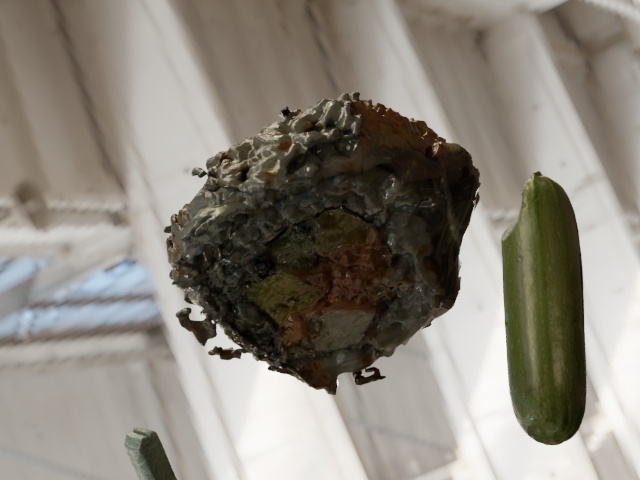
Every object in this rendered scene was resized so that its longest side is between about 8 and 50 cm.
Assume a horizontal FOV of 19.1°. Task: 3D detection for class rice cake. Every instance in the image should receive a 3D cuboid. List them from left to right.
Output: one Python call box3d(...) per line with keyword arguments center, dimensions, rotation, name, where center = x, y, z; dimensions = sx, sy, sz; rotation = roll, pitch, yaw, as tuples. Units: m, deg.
box3d(center=(-0.144, 0.248, 1.804), dimensions=(0.029, 0.033, 0.171), rotation=(-40, -56, -32), name="rice cake")

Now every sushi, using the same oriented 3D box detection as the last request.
box3d(center=(-0.004, 0.000, 2.364), dimensions=(0.417, 0.417, 0.176), rotation=(45, -168, -40), name="sushi")

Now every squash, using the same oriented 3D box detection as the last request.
box3d(center=(0.186, 0.054, 1.591), dimensions=(0.069, 0.069, 0.239), rotation=(33, -128, -53), name="squash")
